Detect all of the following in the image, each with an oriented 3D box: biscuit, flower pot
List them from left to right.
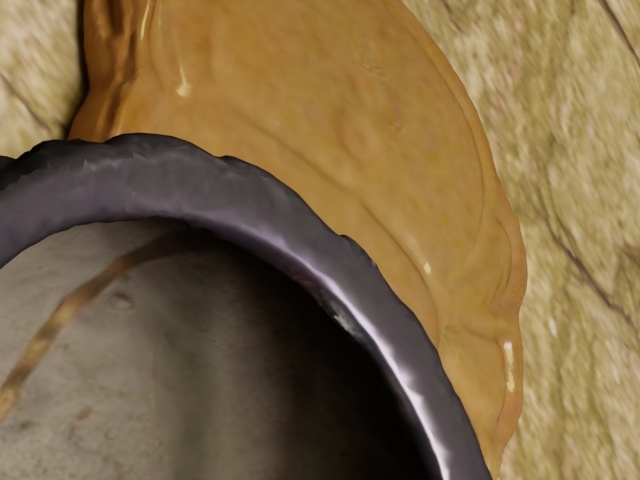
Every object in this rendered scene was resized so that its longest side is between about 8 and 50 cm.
[{"bbox_3d":[-0.117,0.127,0.556,0.266,0.267,0.266,22,58,-40],"label":"flower pot"},{"bbox_3d":[0.000,0.000,0.906,0.312,0.057,0.351,29,54,-37],"label":"biscuit"}]
